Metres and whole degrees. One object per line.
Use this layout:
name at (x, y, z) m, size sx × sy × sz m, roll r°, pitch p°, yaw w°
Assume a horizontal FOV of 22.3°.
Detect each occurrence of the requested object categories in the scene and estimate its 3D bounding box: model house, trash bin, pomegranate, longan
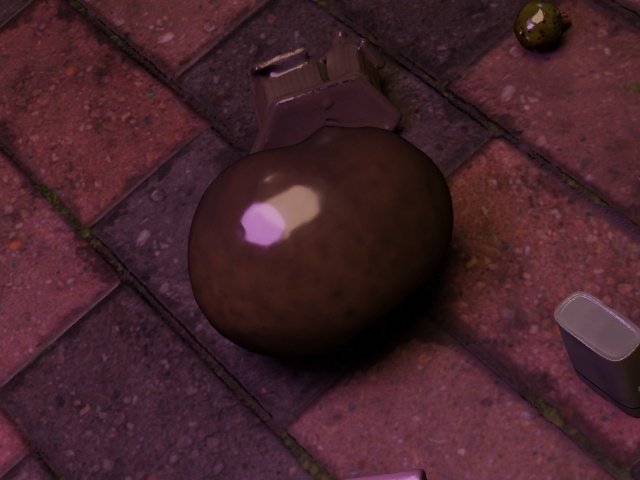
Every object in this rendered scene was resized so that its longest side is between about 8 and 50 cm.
model house at (-0.014, -0.205, 2.300) m, size 0.229 × 0.122 × 0.188 m, roll -19°, pitch 46°, yaw 5°
trash bin at (0.335, 0.132, 1.887) m, size 0.059 × 0.130 × 0.116 m, roll -44°, pitch 50°, yaw -12°
pomegranate at (0.309, -0.295, 2.261) m, size 0.073 × 0.084 × 0.073 m, roll -19°, pitch 63°, yaw 42°
longan at (0.000, 0.000, 2.048) m, size 0.350 × 0.288 × 0.288 m, roll -27°, pitch 49°, yaw -7°

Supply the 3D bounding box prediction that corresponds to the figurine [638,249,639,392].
figurine at (0.458, 0.132, 1.789) m, size 0.222 × 0.124 × 0.324 m, roll -1°, pitch 61°, yaw -25°

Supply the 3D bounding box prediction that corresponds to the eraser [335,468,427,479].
eraser at (-0.037, 0.420, 1.853) m, size 0.359 × 0.122 × 0.272 m, roll -11°, pitch 50°, yaw 15°

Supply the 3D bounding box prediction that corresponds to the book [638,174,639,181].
book at (0.572, -0.087, 1.978) m, size 0.322 × 0.018 × 0.228 m, roll -26°, pitch 34°, yaw 4°
